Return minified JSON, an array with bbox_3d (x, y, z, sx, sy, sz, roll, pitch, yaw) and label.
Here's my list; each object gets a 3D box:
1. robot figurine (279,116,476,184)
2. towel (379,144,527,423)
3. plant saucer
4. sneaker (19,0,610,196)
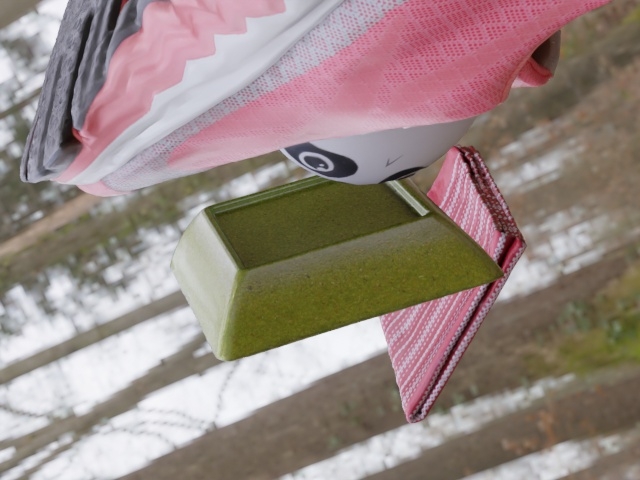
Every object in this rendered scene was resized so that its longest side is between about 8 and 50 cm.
[{"bbox_3d":[-0.003,-0.145,1.057,0.278,0.209,0.173,43,165,49],"label":"robot figurine"},{"bbox_3d":[0.111,0.031,1.505,0.031,0.199,0.275,24,-163,-13],"label":"towel"},{"bbox_3d":[0.000,0.000,1.062,0.188,0.188,0.045,-129,24,-66],"label":"plant saucer"},{"bbox_3d":[0.000,-0.065,0.511,0.136,0.314,0.116,20,-108,-22],"label":"sneaker"}]
